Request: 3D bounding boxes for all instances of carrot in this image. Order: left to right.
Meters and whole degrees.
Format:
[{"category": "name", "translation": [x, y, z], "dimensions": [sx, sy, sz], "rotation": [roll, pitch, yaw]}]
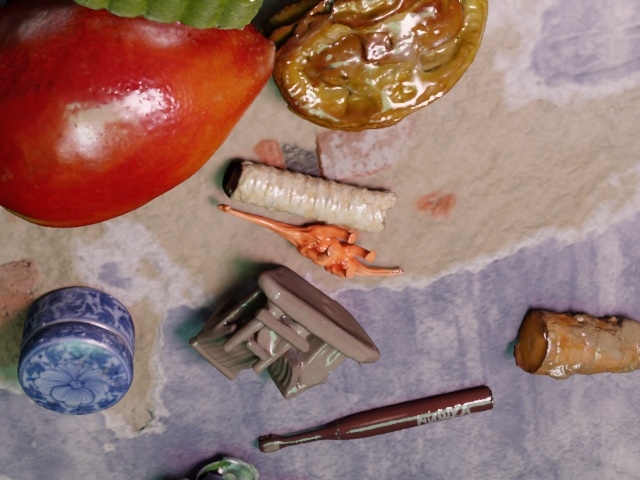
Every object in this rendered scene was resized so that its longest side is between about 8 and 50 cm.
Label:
[{"category": "carrot", "translation": [0.412, 0.152, 1.518], "dimensions": [0.263, 0.102, 0.102], "rotation": [5, 127, -21]}]

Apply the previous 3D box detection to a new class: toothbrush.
[{"category": "toothbrush", "translation": [0.084, 0.275, 1.580], "dimensions": [0.364, 0.041, 0.041], "rotation": [-13, 129, 1]}]

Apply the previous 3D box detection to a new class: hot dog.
[{"category": "hot dog", "translation": [0.067, -0.216, 1.138], "dimensions": [0.259, 0.114, 0.175], "rotation": [-23, 128, 9]}]

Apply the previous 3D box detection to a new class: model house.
[{"category": "model house", "translation": [-0.056, 0.130, 1.388], "dimensions": [0.188, 0.122, 0.229], "rotation": [-37, 128, 22]}]

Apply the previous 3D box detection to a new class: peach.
[{"category": "peach", "translation": [-0.224, -0.128, 1.077], "dimensions": [0.362, 0.201, 0.257], "rotation": [-9, 128, 12]}]

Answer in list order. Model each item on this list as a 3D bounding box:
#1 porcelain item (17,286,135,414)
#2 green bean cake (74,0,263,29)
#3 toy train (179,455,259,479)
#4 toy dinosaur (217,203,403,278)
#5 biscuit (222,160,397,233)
[{"category": "porcelain item", "translation": [-0.316, 0.148, 1.361], "dimensions": [0.147, 0.114, 0.147], "rotation": [-5, 128, -6]}, {"category": "green bean cake", "translation": [-0.140, -0.309, 0.967], "dimensions": [0.200, 0.214, 0.113], "rotation": [6, 167, -13]}, {"category": "toy train", "translation": [-0.139, 0.477, 1.622], "dimensions": [0.307, 0.173, 0.249], "rotation": [31, 124, -30]}, {"category": "toy dinosaur", "translation": [-0.002, 0.006, 1.333], "dimensions": [0.279, 0.101, 0.055], "rotation": [30, 75, -34]}, {"category": "biscuit", "translation": [-0.011, -0.055, 1.291], "dimensions": [0.219, 0.055, 0.061], "rotation": [13, 114, -19]}]
